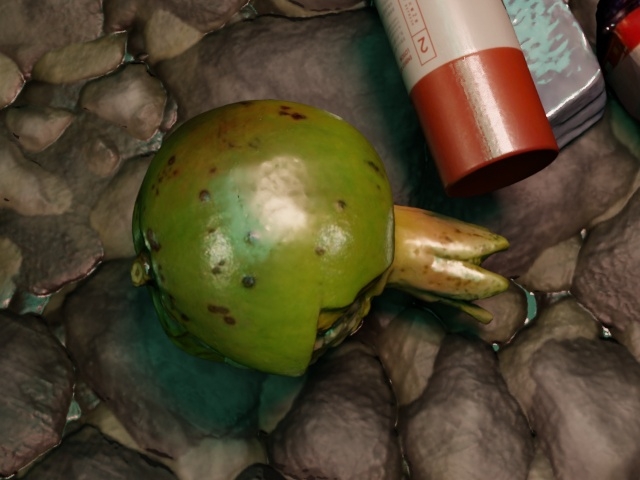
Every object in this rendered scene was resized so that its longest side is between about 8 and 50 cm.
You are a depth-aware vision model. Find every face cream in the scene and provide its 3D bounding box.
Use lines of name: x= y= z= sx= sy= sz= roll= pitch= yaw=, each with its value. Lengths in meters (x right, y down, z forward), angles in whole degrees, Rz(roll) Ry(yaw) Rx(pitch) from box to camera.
face cream: x=0.107 y=-0.149 z=0.872 sx=0.096 sy=0.096 sz=0.214 roll=-20 pitch=76 yaw=6

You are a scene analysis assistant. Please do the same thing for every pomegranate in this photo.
pomegranate: x=0.000 y=0.000 z=0.888 sx=0.302 sy=0.236 sz=0.235 roll=0 pitch=76 yaw=-13

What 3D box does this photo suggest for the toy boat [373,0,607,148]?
toy boat: x=0.128 y=-0.197 z=0.967 sx=0.127 sy=0.078 sz=0.283 roll=-39 pitch=74 yaw=4

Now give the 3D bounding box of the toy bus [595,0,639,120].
toy bus: x=0.369 y=-0.208 z=0.898 sx=0.303 sy=0.127 sz=0.147 roll=-33 pitch=78 yaw=1
